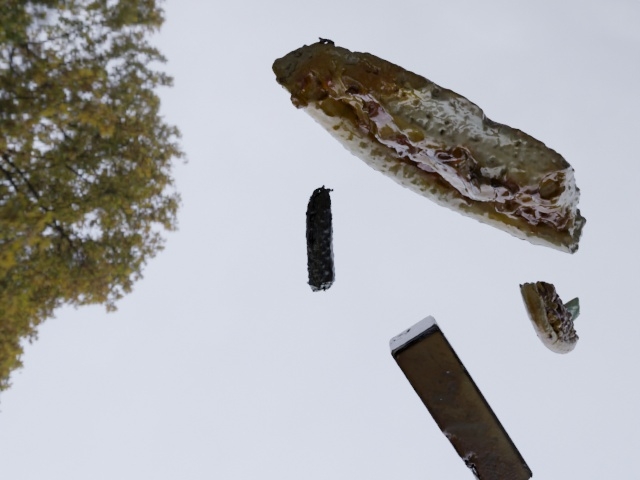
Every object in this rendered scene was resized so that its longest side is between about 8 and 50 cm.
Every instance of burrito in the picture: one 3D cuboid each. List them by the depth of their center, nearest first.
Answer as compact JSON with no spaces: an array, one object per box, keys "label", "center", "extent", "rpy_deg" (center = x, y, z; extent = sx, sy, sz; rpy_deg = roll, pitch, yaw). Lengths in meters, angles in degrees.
[{"label":"burrito","center":[0.649,0.202,1.594],"extent":[0.118,0.074,0.044],"rpy_deg":[-40,-148,-26]}]

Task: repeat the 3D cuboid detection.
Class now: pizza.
[{"label":"pizza","center":[0.090,-0.066,0.445],"extent":[0.271,0.056,0.134],"rpy_deg":[31,172,-18]},{"label":"pizza","center":[0.465,0.157,1.208],"extent":[0.058,0.246,0.127],"rpy_deg":[-18,-146,31]}]

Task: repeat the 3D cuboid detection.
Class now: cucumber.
[{"label":"cucumber","center":[0.000,0.000,0.981],"extent":[0.053,0.182,0.053],"rpy_deg":[0,-171,0]}]

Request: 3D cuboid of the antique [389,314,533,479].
[{"label":"antique","center":[0.239,0.285,1.032],"extent":[0.310,0.093,0.087],"rpy_deg":[57,-174,-3]}]
